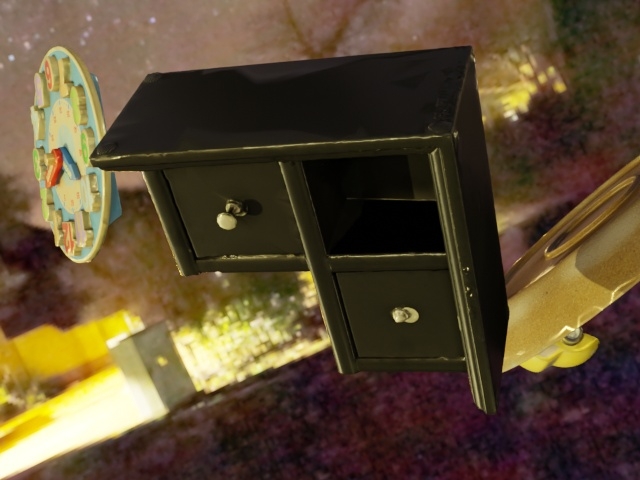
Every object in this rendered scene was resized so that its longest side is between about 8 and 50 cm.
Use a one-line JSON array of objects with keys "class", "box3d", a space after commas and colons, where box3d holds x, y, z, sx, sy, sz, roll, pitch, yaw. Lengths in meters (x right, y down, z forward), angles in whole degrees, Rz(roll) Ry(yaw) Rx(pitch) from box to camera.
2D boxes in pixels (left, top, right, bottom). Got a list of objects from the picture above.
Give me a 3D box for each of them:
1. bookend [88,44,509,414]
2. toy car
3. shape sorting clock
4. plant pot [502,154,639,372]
[{"class": "bookend", "box3d": [0.000, 0.000, 0.473, 0.157, 0.156, 0.072, -1, 38, 18]}, {"class": "toy car", "box3d": [0.124, 0.060, 0.967, 0.239, 0.053, 0.225, 12, -18, 37]}, {"class": "shape sorting clock", "box3d": [-0.242, -0.080, 0.965, 0.040, 0.206, 0.206, -13, -4, -31]}, {"class": "plant pot", "box3d": [0.178, -0.005, 0.633, 0.236, 0.032, 0.236, -42, -2, -2]}]
